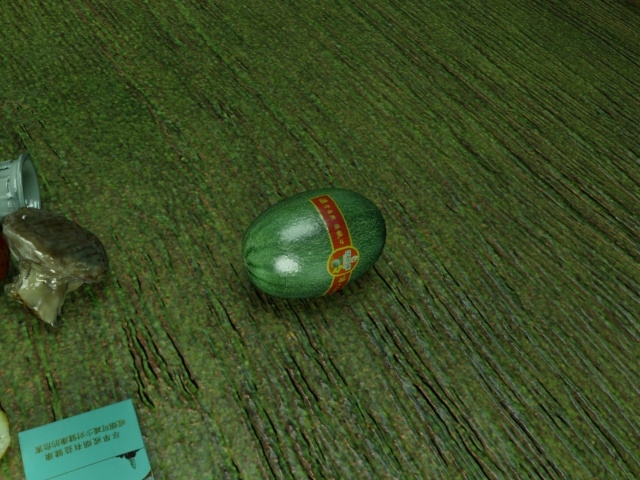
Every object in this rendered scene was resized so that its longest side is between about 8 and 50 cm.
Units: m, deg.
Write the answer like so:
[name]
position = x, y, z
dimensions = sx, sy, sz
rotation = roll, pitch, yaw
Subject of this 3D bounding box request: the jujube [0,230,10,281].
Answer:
[jujube]
position = -0.585, -0.013, 1.065
dimensions = 0.190, 0.255, 0.190
rotation = -9, 56, 14

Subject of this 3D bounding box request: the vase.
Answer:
[vase]
position = -0.655, -0.070, 1.197
dimensions = 0.299, 0.143, 0.143
rotation = -6, 50, -11

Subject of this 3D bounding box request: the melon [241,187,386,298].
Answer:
[melon]
position = 0.000, 0.000, 1.207
dimensions = 0.287, 0.182, 0.182
rotation = -22, 55, -26

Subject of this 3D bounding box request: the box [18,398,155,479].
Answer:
[box]
position = -0.309, 0.343, 0.942
dimensions = 0.162, 0.041, 0.229
rotation = -15, 52, -20

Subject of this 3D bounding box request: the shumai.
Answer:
[shumai]
position = -0.448, 0.043, 1.130
dimensions = 0.161, 0.209, 0.153
rotation = 29, 94, 10

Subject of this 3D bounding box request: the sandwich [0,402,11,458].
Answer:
[sandwich]
position = -0.522, 0.265, 0.841
dimensions = 0.095, 0.249, 0.273
rotation = 18, 48, 24
